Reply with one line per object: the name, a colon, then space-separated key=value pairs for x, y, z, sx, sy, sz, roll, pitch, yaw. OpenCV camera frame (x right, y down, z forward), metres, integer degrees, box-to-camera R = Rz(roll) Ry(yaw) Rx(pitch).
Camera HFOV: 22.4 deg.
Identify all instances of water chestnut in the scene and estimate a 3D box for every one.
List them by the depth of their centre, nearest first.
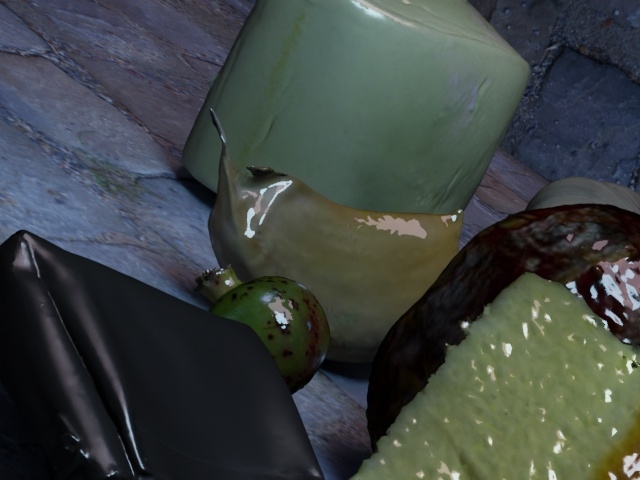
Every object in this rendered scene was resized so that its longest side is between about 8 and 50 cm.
water chestnut: x=0.220 y=0.132 z=1.405 sx=0.302 sy=0.350 sz=0.350 roll=53 pitch=19 yaw=13

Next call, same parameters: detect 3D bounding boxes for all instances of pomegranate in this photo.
pomegranate: x=-0.053 y=0.082 z=1.448 sx=0.130 sy=0.130 sz=0.130 roll=29 pitch=14 yaw=-8

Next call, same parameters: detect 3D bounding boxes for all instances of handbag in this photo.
handbag: x=-0.118 y=0.129 z=1.181 sx=0.285 sy=0.113 sz=0.257 roll=28 pitch=18 yaw=-45

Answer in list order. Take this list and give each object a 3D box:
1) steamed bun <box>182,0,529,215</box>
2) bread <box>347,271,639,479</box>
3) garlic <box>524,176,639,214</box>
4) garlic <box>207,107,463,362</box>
steamed bun: x=0.075 y=-0.161 z=2.074 sx=0.290 sy=0.371 sz=0.456 roll=41 pitch=20 yaw=30
bread: x=0.123 y=0.229 z=0.913 sx=0.345 sy=0.405 sz=0.242 roll=25 pitch=-2 yaw=33
garlic: x=0.364 y=0.064 z=2.089 sx=0.241 sy=0.322 sz=0.322 roll=9 pitch=1 yaw=31
garlic: x=-0.014 y=0.010 z=1.666 sx=0.338 sy=0.196 sz=0.151 roll=21 pitch=1 yaw=-30
